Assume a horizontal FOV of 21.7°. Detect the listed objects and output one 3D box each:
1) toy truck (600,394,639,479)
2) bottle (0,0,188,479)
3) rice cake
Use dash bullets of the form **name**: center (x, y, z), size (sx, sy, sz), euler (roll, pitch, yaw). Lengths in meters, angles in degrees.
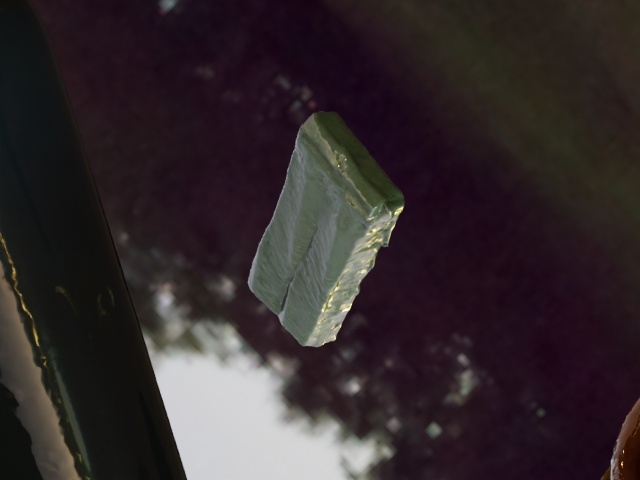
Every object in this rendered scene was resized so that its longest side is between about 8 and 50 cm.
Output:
- **toy truck**: center (0.185, 0.187, 0.671), size (0.204, 0.211, 0.288), euler (27, -156, -19)
- **bottle**: center (-0.107, 0.001, 0.545), size (0.072, 0.082, 0.244), euler (-42, -56, -55)
- **rice cake**: center (0.000, 0.000, 1.131), size (0.085, 0.040, 0.226), euler (53, 154, 17)
